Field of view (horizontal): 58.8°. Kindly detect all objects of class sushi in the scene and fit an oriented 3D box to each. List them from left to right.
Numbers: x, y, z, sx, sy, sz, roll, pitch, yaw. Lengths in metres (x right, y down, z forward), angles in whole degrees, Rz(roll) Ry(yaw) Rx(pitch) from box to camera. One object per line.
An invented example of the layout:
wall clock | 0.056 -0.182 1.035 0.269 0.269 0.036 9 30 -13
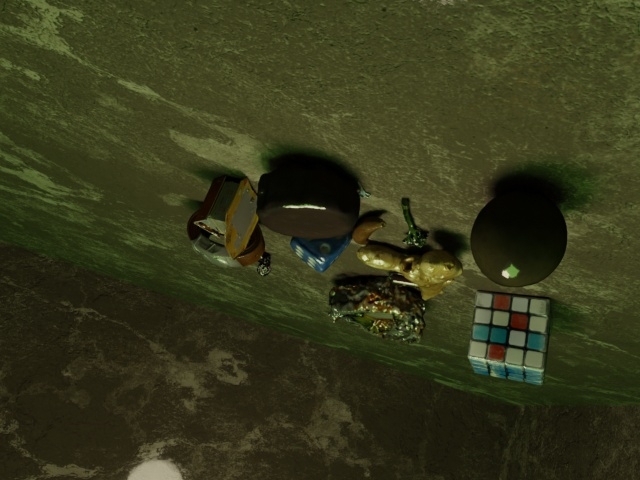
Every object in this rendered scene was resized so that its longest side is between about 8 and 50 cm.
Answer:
sushi | 0.218 0.277 2.262 0.417 0.176 0.417 13 159 5

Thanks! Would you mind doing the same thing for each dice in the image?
dice | 0.000 0.000 1.712 0.146 0.146 0.143 40 164 7

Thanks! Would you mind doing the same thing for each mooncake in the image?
mooncake | -0.032 -0.104 1.519 0.282 0.141 0.283 6 163 2

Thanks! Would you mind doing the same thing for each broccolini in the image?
broccolini | 0.257 -0.037 1.614 0.071 0.058 0.254 -34 152 2

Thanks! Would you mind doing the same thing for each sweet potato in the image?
sweet potato | 0.133 -0.028 1.718 0.078 0.058 0.255 -3 165 -9

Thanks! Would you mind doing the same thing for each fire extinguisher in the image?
fire extinguisher | 0.306 0.139 2.041 0.157 0.045 0.078 9 149 17

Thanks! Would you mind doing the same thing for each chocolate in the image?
chocolate | -0.228 0.090 2.259 0.072 0.070 0.147 -13 159 -4

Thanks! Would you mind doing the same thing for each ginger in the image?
ginger | 0.348 0.097 1.807 0.348 0.122 0.363 23 161 -35

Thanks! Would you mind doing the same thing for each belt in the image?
belt | -0.315 -0.008 1.892 0.261 0.184 0.105 13 160 5

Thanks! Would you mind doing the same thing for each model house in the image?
model house | -0.290 -0.073 1.679 0.135 0.220 0.207 15 159 16

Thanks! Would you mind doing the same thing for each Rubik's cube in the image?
Rubik's cube | 0.678 0.348 2.022 0.256 0.254 0.259 6 159 24

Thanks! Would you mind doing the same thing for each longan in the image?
longan | 0.454 0.005 1.308 0.248 0.248 0.248 13 159 5

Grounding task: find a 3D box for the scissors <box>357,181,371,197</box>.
scissors | 0.111 -0.136 1.523 0.036 0.006 0.083 4 157 21
